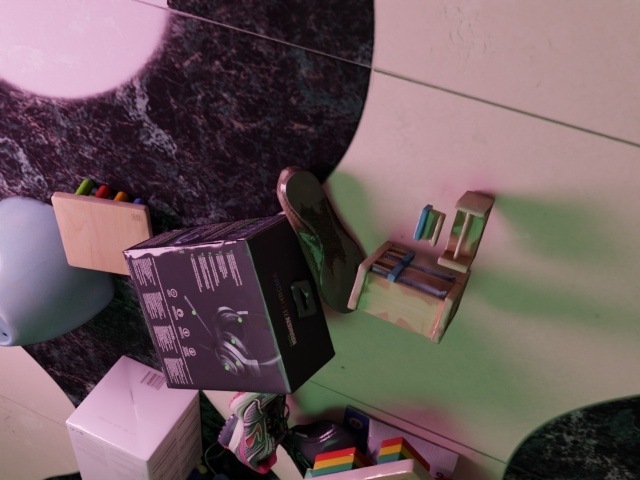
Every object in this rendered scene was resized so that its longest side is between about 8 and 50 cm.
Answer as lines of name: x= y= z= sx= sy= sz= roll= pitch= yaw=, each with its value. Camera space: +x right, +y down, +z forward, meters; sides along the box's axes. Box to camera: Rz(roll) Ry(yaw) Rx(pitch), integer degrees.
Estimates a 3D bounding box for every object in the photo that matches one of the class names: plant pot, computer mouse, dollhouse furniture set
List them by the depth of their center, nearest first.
dollhouse furniture set: x=0.138 y=0.011 z=0.954 sx=0.129 sy=0.129 sz=0.184 roll=21 pitch=111 yaw=15
plant pot: x=-0.575 y=0.087 z=1.386 sx=0.290 sy=0.195 sz=0.290 roll=17 pitch=134 yaw=19
computer mouse: x=0.002 y=0.430 z=1.405 sx=0.262 sy=0.060 sz=0.184 roll=-17 pitch=116 yaw=51

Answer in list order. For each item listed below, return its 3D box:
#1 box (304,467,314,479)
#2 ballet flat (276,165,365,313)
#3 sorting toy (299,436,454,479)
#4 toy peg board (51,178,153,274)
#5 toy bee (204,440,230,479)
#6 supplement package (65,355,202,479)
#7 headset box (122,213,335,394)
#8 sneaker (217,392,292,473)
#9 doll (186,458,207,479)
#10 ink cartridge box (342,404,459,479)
box: x=0.012 y=0.525 z=1.406 sx=0.043 sy=0.105 sz=0.179 roll=2 pitch=147 yaw=26
ballet flat: x=0.000 y=0.000 z=1.054 sx=0.058 sy=0.084 sz=0.250 roll=29 pitch=150 yaw=58
sorting toy: x=0.127 y=0.454 z=1.269 sx=0.257 sy=0.089 sz=0.255 roll=-23 pitch=121 yaw=33
toy peg board: x=-0.358 y=-0.027 z=1.252 sx=0.160 sy=0.079 sz=0.161 roll=8 pitch=134 yaw=5
toy bee: x=-0.235 y=0.614 z=1.639 sx=0.162 sy=0.195 sz=0.298 roll=47 pitch=155 yaw=30
supplement package: x=-0.394 y=0.434 z=1.579 sx=0.199 sy=0.198 sz=0.263 roll=20 pitch=134 yaw=15
headset box: x=-0.136 y=0.098 z=1.127 sx=0.283 sy=0.131 sz=0.246 roll=-7 pitch=105 yaw=36
sneaker: x=-0.100 y=0.328 z=1.352 sx=0.112 sy=0.121 sz=0.299 roll=40 pitch=141 yaw=17
doll: x=-0.341 y=0.593 z=1.697 sx=0.046 sy=0.189 sz=0.129 roll=5 pitch=130 yaw=28
ink cartridge box: x=0.131 y=0.430 z=1.367 sx=0.224 sy=0.045 sz=0.223 roll=21 pitch=136 yaw=15
